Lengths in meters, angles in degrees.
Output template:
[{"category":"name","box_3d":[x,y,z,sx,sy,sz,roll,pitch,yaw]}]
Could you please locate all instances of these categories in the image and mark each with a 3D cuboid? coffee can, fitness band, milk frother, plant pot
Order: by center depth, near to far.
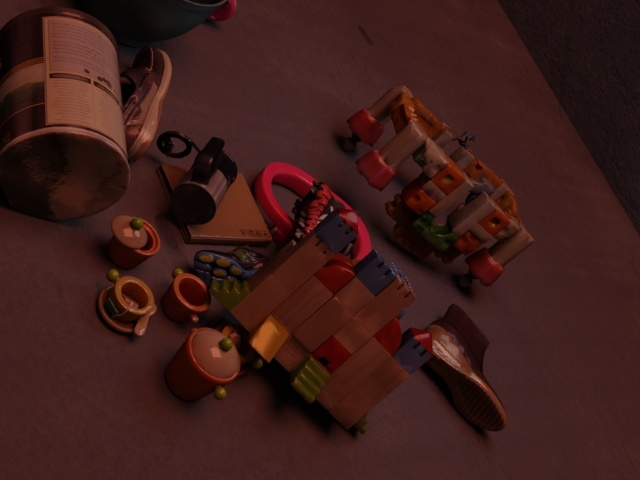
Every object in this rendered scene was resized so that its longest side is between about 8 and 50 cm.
[{"category":"coffee can","box_3d":[-0.409,-0.200,1.489,0.201,0.201,0.275,19,43,-37]},{"category":"milk frother","box_3d":[-0.236,-0.118,1.679,0.143,0.129,0.135,3,33,12]},{"category":"plant pot","box_3d":[-0.353,-0.510,1.875,0.293,0.196,0.293,30,38,-27]},{"category":"fitness band","box_3d":[-0.016,-0.040,1.917,0.291,0.054,0.209,37,32,-18]}]

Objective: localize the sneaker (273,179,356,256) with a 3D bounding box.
[{"category":"sneaker","box_3d":[0.000,0.000,1.744,0.135,0.097,0.276,38,32,-11]}]

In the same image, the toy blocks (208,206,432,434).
[{"category":"toy blocks","box_3d":[0.042,0.119,1.577,0.381,0.261,0.191,47,8,-13]}]

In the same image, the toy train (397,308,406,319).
[{"category":"toy train","box_3d":[0.098,0.187,1.789,0.143,0.105,0.248,36,53,-48]}]

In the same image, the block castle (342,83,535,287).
[{"category":"block castle","box_3d":[0.260,-0.112,2.166,0.453,0.213,0.303,40,22,-24]}]

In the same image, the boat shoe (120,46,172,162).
[{"category":"boat shoe","box_3d":[-0.341,-0.267,1.731,0.092,0.102,0.285,32,42,-31]}]

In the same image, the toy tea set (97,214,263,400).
[{"category":"toy tea set","box_3d":[-0.218,0.095,1.475,0.336,0.124,0.200,46,33,-3]}]

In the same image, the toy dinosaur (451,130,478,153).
[{"category":"toy dinosaur","box_3d":[0.330,-0.238,2.175,0.090,0.047,0.082,26,10,-26]}]

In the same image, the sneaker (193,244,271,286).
[{"category":"sneaker","box_3d":[-0.150,0.047,1.672,0.188,0.067,0.078,10,30,-43]}]

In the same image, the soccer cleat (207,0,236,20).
[{"category":"soccer cleat","box_3d":[-0.319,-0.623,2.101,0.331,0.116,0.143,33,36,-21]}]

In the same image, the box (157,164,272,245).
[{"category":"box","box_3d":[-0.194,-0.065,1.760,0.201,0.021,0.164,2,53,-47]}]

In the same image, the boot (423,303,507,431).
[{"category":"boot","box_3d":[0.320,0.255,1.956,0.248,0.090,0.207,47,35,6]}]
